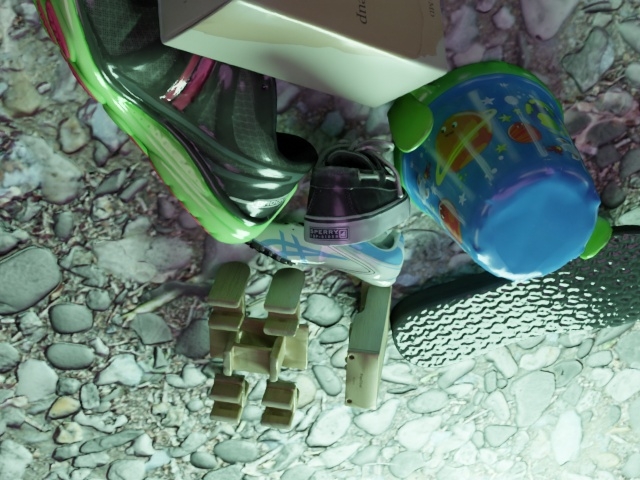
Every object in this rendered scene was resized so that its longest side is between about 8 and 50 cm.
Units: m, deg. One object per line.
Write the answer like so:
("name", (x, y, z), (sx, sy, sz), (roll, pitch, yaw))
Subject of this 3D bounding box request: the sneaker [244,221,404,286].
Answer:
("sneaker", (0.000, 0.000, 1.455), (0.237, 0.085, 0.086), (12, 93, -18))

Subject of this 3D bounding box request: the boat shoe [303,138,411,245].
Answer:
("boat shoe", (0.040, -0.069, 1.309), (0.113, 0.306, 0.105), (1, 100, 18))

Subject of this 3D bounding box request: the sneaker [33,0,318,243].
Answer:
("sneaker", (-0.161, -0.206, 1.227), (0.202, 0.185, 0.483), (-38, 133, -2))

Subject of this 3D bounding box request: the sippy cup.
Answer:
("sippy cup", (0.232, -0.074, 1.372), (0.305, 0.224, 0.240), (-6, 125, -12))

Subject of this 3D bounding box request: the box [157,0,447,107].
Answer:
("box", (-0.014, -0.254, 1.157), (0.311, 0.148, 0.121), (8, 160, -44))

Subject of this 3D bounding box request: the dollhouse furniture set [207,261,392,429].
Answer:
("dollhouse furniture set", (-0.031, 0.132, 1.519), (0.242, 0.161, 0.212), (7, 123, 7))

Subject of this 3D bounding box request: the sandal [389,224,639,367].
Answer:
("sandal", (0.312, 0.058, 1.571), (0.445, 0.107, 0.168), (-15, 128, 10))
